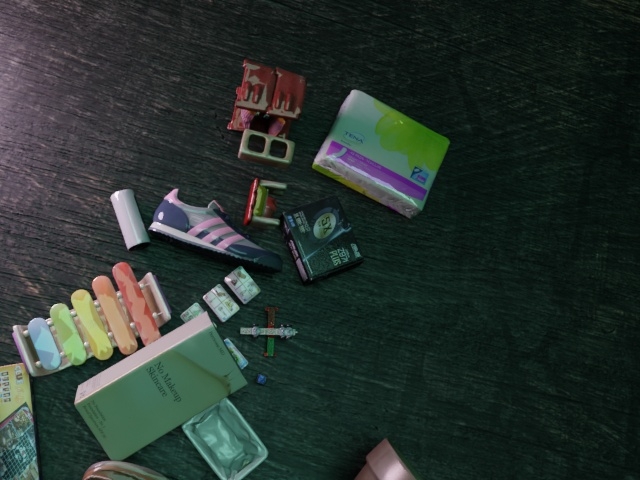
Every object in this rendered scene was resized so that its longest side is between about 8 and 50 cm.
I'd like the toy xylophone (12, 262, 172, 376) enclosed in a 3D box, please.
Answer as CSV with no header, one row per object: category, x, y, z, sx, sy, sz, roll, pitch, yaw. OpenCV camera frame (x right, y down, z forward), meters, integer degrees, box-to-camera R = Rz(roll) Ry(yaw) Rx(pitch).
toy xylophone,-0.470,0.207,1.491,0.323,0.081,0.236,-31,84,-20

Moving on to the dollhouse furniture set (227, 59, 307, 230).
dollhouse furniture set,-0.152,-0.208,1.637,0.152,0.201,0.373,13,78,-11

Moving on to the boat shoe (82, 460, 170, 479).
boat shoe,-0.329,0.550,1.372,0.324,0.123,0.116,33,36,-10

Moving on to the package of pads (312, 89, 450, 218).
package of pads,0.160,-0.224,1.764,0.297,0.101,0.229,27,70,-6

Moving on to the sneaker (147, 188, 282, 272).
sneaker,-0.226,-0.022,1.603,0.319,0.112,0.131,21,73,-9

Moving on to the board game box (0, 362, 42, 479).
board game box,-0.667,0.383,1.410,0.165,0.042,0.243,-7,76,-16

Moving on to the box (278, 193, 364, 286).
box,0.000,0.000,1.671,0.148,0.077,0.180,-19,79,-19

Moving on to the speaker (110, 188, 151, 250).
speaker,-0.435,-0.045,1.587,0.055,0.055,0.136,-18,79,-18

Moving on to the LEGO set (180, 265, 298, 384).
LEGO set,-0.174,0.209,1.597,0.182,0.060,0.244,-41,86,-9

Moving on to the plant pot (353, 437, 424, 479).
plant pot,0.135,0.623,1.423,0.280,0.323,0.323,-39,86,-5

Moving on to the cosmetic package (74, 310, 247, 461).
cosmetic package,-0.327,0.300,1.434,0.310,0.113,0.160,-31,104,-8

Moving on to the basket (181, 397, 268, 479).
basket,-0.207,0.427,1.481,0.113,0.103,0.167,-37,85,-21
